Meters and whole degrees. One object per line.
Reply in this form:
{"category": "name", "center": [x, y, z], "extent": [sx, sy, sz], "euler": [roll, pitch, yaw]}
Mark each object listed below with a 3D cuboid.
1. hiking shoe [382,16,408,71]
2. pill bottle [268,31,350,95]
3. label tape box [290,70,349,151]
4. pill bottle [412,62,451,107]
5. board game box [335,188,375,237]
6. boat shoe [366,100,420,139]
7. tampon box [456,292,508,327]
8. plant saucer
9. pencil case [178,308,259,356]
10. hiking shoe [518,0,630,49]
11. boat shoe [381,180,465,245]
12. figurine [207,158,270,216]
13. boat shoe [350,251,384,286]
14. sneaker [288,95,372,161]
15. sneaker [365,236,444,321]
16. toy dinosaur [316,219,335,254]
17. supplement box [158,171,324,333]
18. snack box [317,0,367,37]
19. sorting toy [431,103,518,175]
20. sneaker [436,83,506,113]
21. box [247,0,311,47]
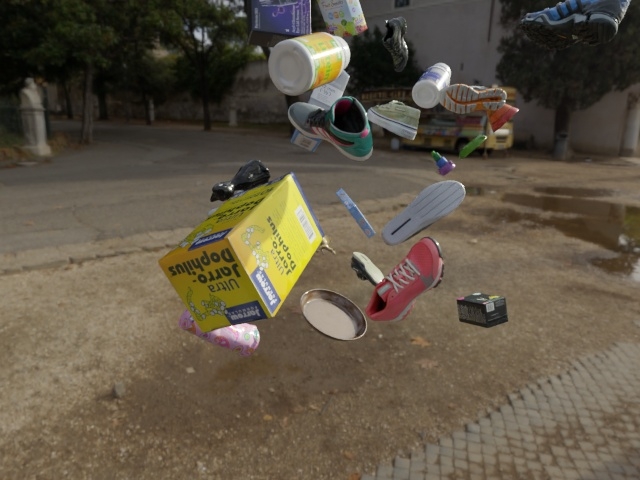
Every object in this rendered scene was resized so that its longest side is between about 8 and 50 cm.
{"category": "hiking shoe", "center": [0.320, -0.864, 2.146], "extent": [0.114, 0.227, 0.086], "euler": [-18, 25, -22]}
{"category": "pill bottle", "center": [-0.019, -0.485, 1.308], "extent": [0.136, 0.137, 0.245], "euler": [9, 31, 30]}
{"category": "label tape box", "center": [0.014, -0.544, 1.851], "extent": [0.115, 0.348, 0.249], "euler": [25, -13, -8]}
{"category": "pill bottle", "center": [0.434, -0.602, 1.858], "extent": [0.111, 0.112, 0.187], "euler": [9, 46, 30]}
{"category": "board game box", "center": [0.143, -0.115, 2.005], "extent": [0.039, 0.160, 0.211], "euler": [-36, 26, 4]}
{"category": "boat shoe", "center": [0.242, -0.400, 1.560], "extent": [0.109, 0.094, 0.302], "euler": [17, 18, -25]}
{"category": "tampon box", "center": [0.659, 0.282, 1.972], "extent": [0.120, 0.102, 0.161], "euler": [-12, 6, -26]}
{"category": "plant saucer", "center": [0.050, 0.328, 2.082], "extent": [0.310, 0.050, 0.311], "euler": [19, 30, -11]}
{"category": "pencil case", "center": [-0.348, 0.304, 1.684], "extent": [0.284, 0.124, 0.124], "euler": [35, -5, -31]}
{"category": "hiking shoe", "center": [0.671, -0.591, 1.281], "extent": [0.113, 0.132, 0.304], "euler": [32, 4, -33]}
{"category": "boat shoe", "center": [0.357, -0.100, 1.727], "extent": [0.335, 0.121, 0.119], "euler": [-33, -6, 4]}
{"category": "figurine", "center": [-0.287, -0.145, 1.601], "extent": [0.092, 0.215, 0.209], "euler": [45, 52, 14]}
{"category": "boat shoe", "center": [0.196, 0.137, 2.047], "extent": [0.083, 0.079, 0.233], "euler": [13, 21, -31]}
{"category": "sneaker", "center": [0.027, -0.359, 1.418], "extent": [0.295, 0.124, 0.178], "euler": [30, -18, 12]}
{"category": "sneaker", "center": [0.230, 0.125, 1.351], "extent": [0.136, 0.314, 0.116], "euler": [-4, 44, -38]}
{"category": "toy dinosaur", "center": [0.000, 0.000, 2.232], "extent": [0.092, 0.183, 0.053], "euler": [-27, -11, -14]}
{"category": "supplement box", "center": [-0.159, 0.015, 1.110], "extent": [0.194, 0.195, 0.357], "euler": [-17, 21, 27]}
{"category": "snack box", "center": [0.079, -0.936, 1.953], "extent": [0.070, 0.207, 0.174], "euler": [-40, 33, -24]}
{"category": "sorting toy", "center": [0.574, -0.415, 1.864], "extent": [0.365, 0.126, 0.127], "euler": [-42, 0, 22]}
{"category": "sneaker", "center": [0.451, -0.434, 1.475], "extent": [0.214, 0.084, 0.083], "euler": [1, 25, -12]}
{"category": "box", "center": [-0.142, -0.746, 1.634], "extent": [0.206, 0.153, 0.108], "euler": [-1, -2, -16]}
